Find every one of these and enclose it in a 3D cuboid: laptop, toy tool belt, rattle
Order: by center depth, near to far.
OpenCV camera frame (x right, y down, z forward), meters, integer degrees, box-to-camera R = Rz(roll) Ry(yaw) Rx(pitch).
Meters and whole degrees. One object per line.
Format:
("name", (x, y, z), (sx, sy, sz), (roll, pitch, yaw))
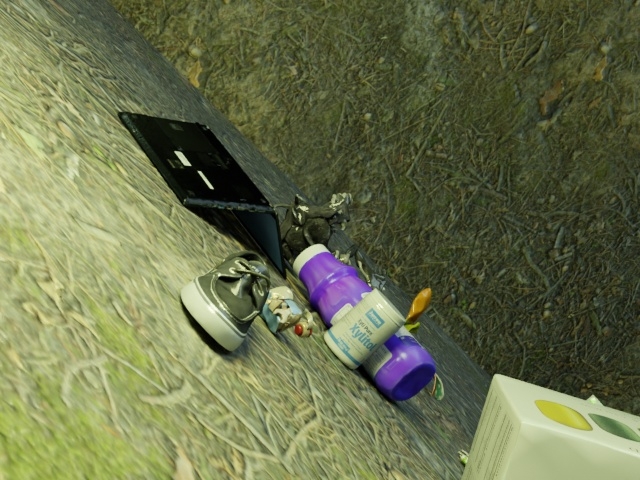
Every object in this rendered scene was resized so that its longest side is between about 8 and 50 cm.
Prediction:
("toy tool belt", (-0.052, 0.091, 1.272), (0.051, 0.052, 0.083), (-2, 36, -40))
("laptop", (-0.178, -0.068, 1.625), (0.264, 0.136, 0.234), (4, 35, -43))
("rattle", (0.227, 0.213, 2.133), (0.199, 0.143, 0.130), (43, -18, 53))

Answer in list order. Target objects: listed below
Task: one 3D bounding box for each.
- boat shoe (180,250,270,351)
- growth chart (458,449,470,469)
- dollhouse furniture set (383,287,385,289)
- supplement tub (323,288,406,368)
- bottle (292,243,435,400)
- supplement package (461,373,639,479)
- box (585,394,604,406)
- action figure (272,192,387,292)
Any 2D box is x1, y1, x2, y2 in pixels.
("boat shoe", (-0.084, 0.051, 1.085), (0.080, 0.076, 0.228), (46, 5, -1))
("growth chart", (0.290, 0.407, 1.724), (0.172, 0.021, 0.237), (44, 4, 13))
("dollhouse furniture set", (0.082, 0.101, 2.071), (0.091, 0.081, 0.114), (47, 5, 0))
("supplement tub", (0.064, 0.130, 1.536), (0.071, 0.107, 0.071), (46, 5, -5))
("bottle", (0.061, 0.123, 1.654), (0.283, 0.092, 0.118), (49, 5, 28))
("supplement package", (0.256, 0.276, 1.074), (0.199, 0.198, 0.262), (16, 4, 3))
("box", (0.473, 0.425, 1.921), (0.127, 0.231, 0.262), (52, 7, 30))
("action figure", (0.000, 0.000, 1.812), (0.276, 0.164, 0.141), (55, 10, -35))
